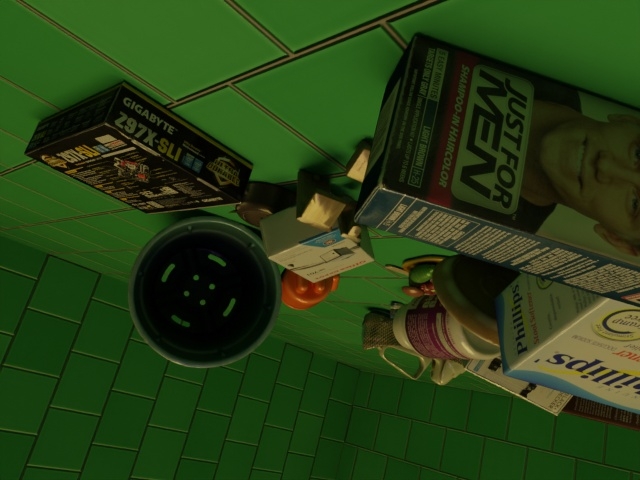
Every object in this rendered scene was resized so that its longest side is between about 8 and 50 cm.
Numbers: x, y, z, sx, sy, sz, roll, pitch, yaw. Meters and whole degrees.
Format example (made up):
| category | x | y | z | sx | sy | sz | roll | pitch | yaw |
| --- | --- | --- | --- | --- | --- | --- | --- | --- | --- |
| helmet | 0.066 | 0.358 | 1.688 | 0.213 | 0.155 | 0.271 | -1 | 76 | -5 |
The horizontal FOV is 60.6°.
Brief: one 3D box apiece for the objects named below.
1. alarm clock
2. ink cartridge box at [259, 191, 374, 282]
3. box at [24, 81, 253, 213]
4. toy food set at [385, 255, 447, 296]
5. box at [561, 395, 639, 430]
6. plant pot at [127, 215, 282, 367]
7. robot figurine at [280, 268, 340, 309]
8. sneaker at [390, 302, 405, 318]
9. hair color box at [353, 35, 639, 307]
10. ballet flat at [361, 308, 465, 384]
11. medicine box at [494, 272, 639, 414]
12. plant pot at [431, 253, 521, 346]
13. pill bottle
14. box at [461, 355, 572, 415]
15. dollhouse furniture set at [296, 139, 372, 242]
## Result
| category | x | y | z | sx | sy | sz | roll | pitch | yaw |
| --- | --- | --- | --- | --- | --- | --- | --- | --- | --- |
| alarm clock | -0.076 | -0.052 | 1.042 | 0.192 | 0.064 | 0.129 | 15 | 163 | -10 |
| ink cartridge box | 0.000 | 0.000 | 0.998 | 0.140 | 0.082 | 0.191 | -22 | 154 | 17 |
| box | -0.315 | -0.137 | 0.942 | 0.322 | 0.079 | 0.257 | -2 | 154 | 44 |
| toy food set | 0.241 | 0.093 | 1.204 | 0.128 | 0.071 | 0.218 | 22 | 162 | -22 |
| box | 0.794 | 0.390 | 1.416 | 0.143 | 0.191 | 0.381 | 18 | 169 | -14 |
| plant pot | -0.298 | 0.126 | 1.387 | 0.341 | 0.340 | 0.334 | 19 | 171 | -14 |
| robot figurine | -0.040 | 0.110 | 1.402 | 0.128 | 0.158 | 0.219 | 51 | 161 | 3 |
| sneaker | 0.250 | 0.231 | 1.654 | 0.052 | 0.058 | 0.135 | -4 | 156 | 46 |
| hair color box | 0.226 | -0.061 | 0.561 | 0.348 | 0.173 | 0.105 | 16 | 161 | -6 |
| ballet flat | 0.347 | 0.379 | 1.828 | 0.483 | 0.181 | 0.164 | 20 | 161 | -16 |
| medicine box | 0.445 | 0.105 | 0.782 | 0.264 | 0.149 | 0.289 | 17 | 138 | -9 |
| plant pot | 0.315 | 0.097 | 0.979 | 0.237 | 0.236 | 0.032 | 17 | 124 | -7 |
| pill bottle | 0.305 | 0.203 | 1.332 | 0.169 | 0.169 | 0.301 | 21 | 162 | -20 |
| box | 0.535 | 0.348 | 1.523 | 0.290 | 0.087 | 0.169 | 26 | -162 | -4 |
| dollhouse furniture set | 0.061 | -0.097 | 0.834 | 0.144 | 0.123 | 0.151 | 21 | 127 | -18 |
